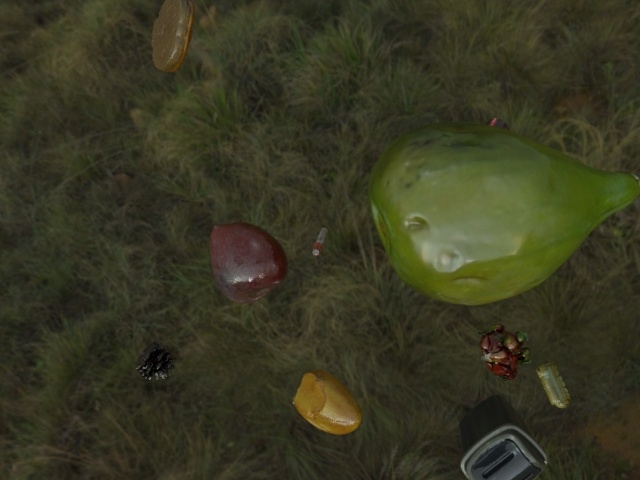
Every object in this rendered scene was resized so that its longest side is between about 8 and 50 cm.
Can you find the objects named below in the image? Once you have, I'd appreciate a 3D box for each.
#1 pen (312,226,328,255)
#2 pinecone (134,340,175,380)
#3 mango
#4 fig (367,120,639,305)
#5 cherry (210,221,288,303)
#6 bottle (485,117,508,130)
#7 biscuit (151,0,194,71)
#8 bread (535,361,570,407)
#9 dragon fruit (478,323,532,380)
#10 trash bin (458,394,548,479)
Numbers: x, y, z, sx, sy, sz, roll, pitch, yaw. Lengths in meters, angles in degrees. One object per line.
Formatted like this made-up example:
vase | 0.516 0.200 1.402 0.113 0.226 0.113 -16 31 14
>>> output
pen | 0.000 0.000 1.937 0.028 0.028 0.239 -13 16 12
pinecone | -0.558 0.414 1.911 0.140 0.120 0.140 -43 26 27
mango | 0.037 0.534 1.812 0.257 0.138 0.187 29 115 44
fig | 0.206 -0.057 0.657 0.314 0.233 0.233 -29 50 23
cherry | -0.212 0.055 1.656 0.206 0.239 0.239 -2 43 -32
bottle | 0.364 -0.203 1.248 0.060 0.060 0.164 15 52 28
biscuit | -0.325 -0.457 1.254 0.170 0.050 0.171 -13 73 49
bread | 0.436 0.272 1.058 0.033 0.049 0.088 -39 67 46
dragon fruit | 0.429 0.259 1.305 0.142 0.175 0.138 -26 83 -26
trash bin | 0.503 0.585 1.590 0.182 0.290 0.209 44 103 -4
